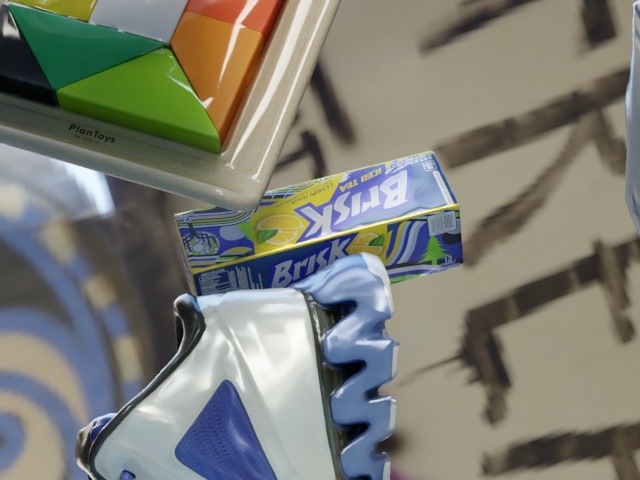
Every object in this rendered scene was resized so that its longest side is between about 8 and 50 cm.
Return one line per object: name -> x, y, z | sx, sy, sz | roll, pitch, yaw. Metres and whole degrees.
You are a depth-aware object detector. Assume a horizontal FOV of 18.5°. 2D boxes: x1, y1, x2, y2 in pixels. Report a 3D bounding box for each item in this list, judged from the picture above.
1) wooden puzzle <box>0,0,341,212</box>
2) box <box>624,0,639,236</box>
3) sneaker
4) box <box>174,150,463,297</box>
wooden puzzle -> -0.108, -0.140, 1.188 | 0.044, 0.221, 0.238 | 92, 16, -56
box -> 0.263, -0.041, 0.861 | 0.148, 0.232, 0.127 | 79, -4, -55
sneaker -> -0.049, 0.166, 1.127 | 0.127, 0.182, 0.315 | 123, -34, -77
box -> 0.000, 0.000, 1.206 | 0.059, 0.169, 0.054 | -112, -169, -47
